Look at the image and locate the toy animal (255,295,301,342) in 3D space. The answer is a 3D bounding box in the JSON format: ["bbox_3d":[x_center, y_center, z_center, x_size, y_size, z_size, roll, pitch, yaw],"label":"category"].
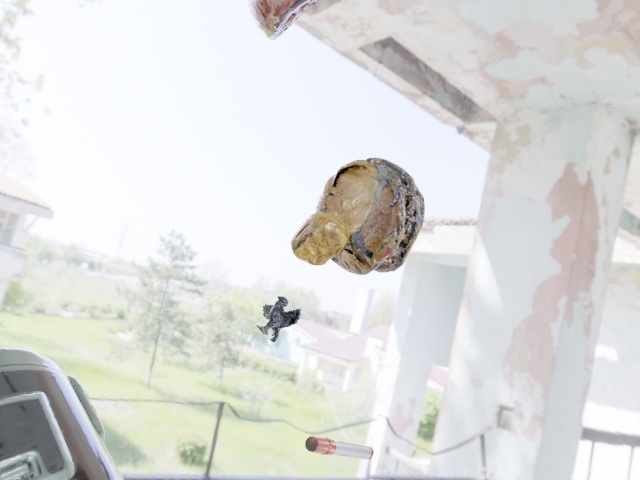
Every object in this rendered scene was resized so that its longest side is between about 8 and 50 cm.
[{"bbox_3d":[-0.108,0.192,1.366,0.062,0.108,0.220,43,-25,-21],"label":"toy animal"}]

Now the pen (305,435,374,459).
[{"bbox_3d":[0.038,0.358,0.946,0.028,0.028,0.239,10,-17,31],"label":"pen"}]

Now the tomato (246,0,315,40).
[{"bbox_3d":[-0.006,-0.250,0.436,0.082,0.174,0.166,42,8,-16],"label":"tomato"}]

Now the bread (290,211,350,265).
[{"bbox_3d":[0.000,0.000,0.943,0.083,0.044,0.110,30,-49,-18],"label":"bread"}]

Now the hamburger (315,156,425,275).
[{"bbox_3d":[0.089,-0.046,1.039,0.106,0.231,0.230,3,2,-41],"label":"hamburger"}]

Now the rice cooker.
[{"bbox_3d":[-0.431,0.320,0.700,0.325,0.335,0.335,46,9,27],"label":"rice cooker"}]
